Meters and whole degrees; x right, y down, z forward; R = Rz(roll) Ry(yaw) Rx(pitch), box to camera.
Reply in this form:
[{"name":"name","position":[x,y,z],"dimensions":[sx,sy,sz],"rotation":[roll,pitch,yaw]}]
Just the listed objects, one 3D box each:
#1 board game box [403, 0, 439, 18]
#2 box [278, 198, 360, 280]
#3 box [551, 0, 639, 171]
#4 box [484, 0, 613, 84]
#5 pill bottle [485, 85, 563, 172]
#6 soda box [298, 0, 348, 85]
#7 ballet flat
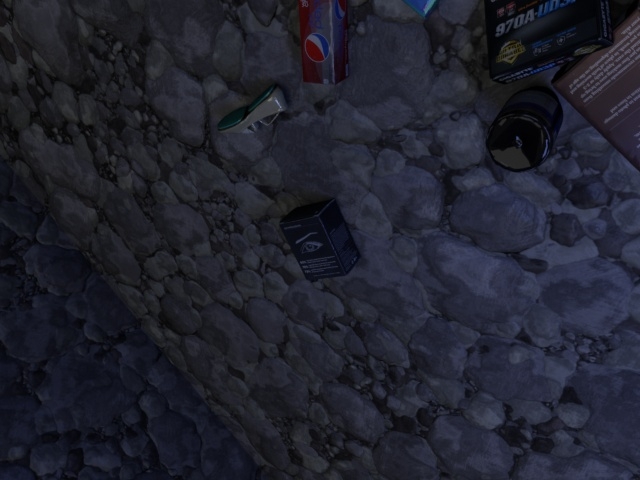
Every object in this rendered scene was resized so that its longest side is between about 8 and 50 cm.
[{"name":"board game box","position":[0.183,-0.590,1.110],"dimensions":[0.210,0.047,0.160],"rotation":[41,132,3]},{"name":"box","position":[0.000,0.000,1.590],"dimensions":[0.153,0.108,0.207],"rotation":[-9,115,36]},{"name":"box","position":[0.643,-0.240,1.001],"dimensions":[0.381,0.143,0.191],"rotation":[45,133,0]},{"name":"box","position":[0.412,-0.407,0.998],"dimensions":[0.220,0.051,0.175],"rotation":[-8,84,53]},{"name":"pill bottle","position":[0.417,-0.233,1.090],"dimensions":[0.122,0.219,0.123],"rotation":[16,127,23]},{"name":"soda box","position":[0.008,-0.503,1.257],"dimensions":[0.092,0.083,0.263],"rotation":[14,126,24]},{"name":"ballet flat","position":[-0.185,-0.340,1.500],"dimensions":[0.248,0.086,0.086],"rotation":[-20,108,39]}]
